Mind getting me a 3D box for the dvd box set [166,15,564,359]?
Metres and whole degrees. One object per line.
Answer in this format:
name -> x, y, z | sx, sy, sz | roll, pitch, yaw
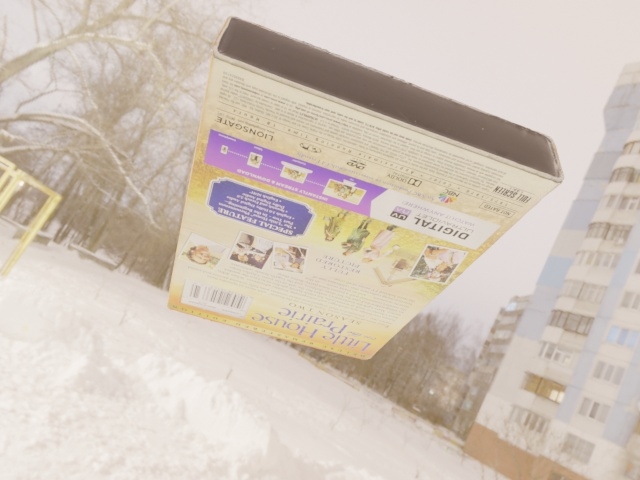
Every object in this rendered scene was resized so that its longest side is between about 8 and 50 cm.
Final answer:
dvd box set -> 0.000, 0.000, 0.565 | 0.307, 0.062, 0.420 | 17, -38, -10
